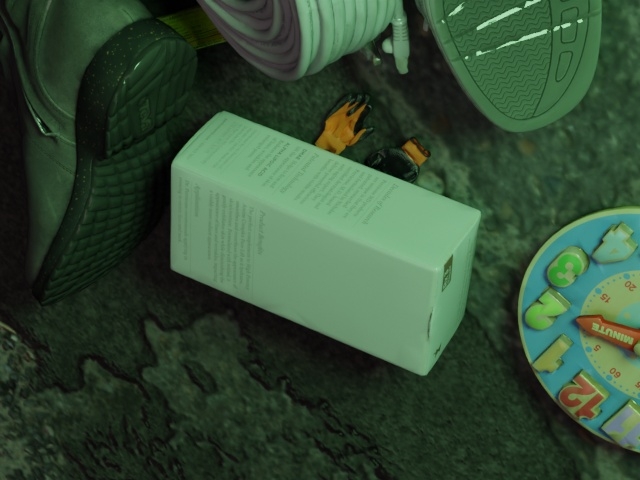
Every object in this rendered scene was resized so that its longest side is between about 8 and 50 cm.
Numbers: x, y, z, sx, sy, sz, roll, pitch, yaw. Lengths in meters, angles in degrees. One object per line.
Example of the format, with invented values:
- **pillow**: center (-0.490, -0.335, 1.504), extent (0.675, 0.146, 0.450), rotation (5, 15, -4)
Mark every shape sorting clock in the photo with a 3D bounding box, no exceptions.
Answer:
- **shape sorting clock**: center (0.240, 0.070, 1.331), extent (0.206, 0.040, 0.206), rotation (16, 126, 23)

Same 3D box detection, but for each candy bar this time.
- **candy bar**: center (-0.100, -0.164, 1.408), extent (0.161, 0.018, 0.040), rotation (-10, 113, 37)

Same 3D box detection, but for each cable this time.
- **cable**: center (-0.053, -0.230, 1.224), extent (0.257, 0.089, 0.257), rotation (44, 163, 28)

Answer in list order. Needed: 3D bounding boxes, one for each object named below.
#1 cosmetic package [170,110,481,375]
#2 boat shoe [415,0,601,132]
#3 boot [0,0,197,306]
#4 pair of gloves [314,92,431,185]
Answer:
- **cosmetic package**: center (0.000, 0.000, 1.402), extent (0.231, 0.085, 0.117), rotation (22, 135, 17)
- **boat shoe**: center (0.094, -0.225, 1.203), extent (0.118, 0.103, 0.320), rotation (-27, 111, -1)
- **boot**: center (-0.221, -0.117, 1.469), extent (0.223, 0.118, 0.338), rotation (44, 138, 17)
- **pair of gloves**: center (0.039, -0.071, 1.385), extent (0.083, 0.010, 0.074), rotation (42, 137, 1)
